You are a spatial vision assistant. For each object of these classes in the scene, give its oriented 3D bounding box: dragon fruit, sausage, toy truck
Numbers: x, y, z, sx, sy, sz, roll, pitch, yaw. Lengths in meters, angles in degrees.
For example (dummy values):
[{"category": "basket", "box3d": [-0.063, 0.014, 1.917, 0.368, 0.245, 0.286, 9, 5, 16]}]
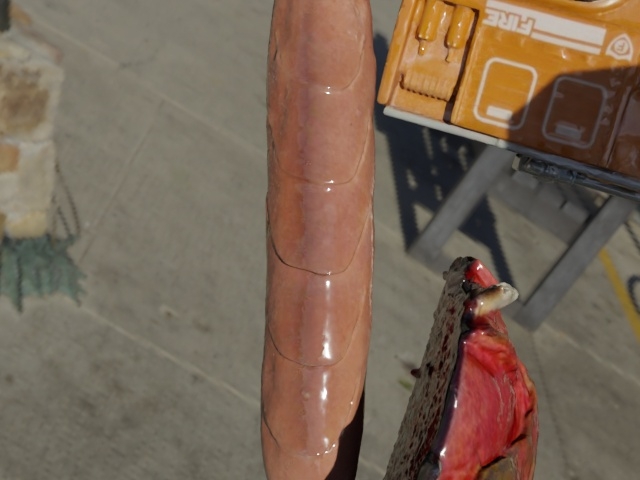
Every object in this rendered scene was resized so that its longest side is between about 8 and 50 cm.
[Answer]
[{"category": "dragon fruit", "box3d": [0.080, 0.191, 0.759, 0.100, 0.343, 0.282, 19, 8, 5]}, {"category": "sausage", "box3d": [-0.001, 0.000, 0.813, 0.088, 0.433, 0.088, 0, -4, 0]}, {"category": "toy truck", "box3d": [0.248, -0.134, 0.902, 0.388, 0.206, 0.173, 18, 8, 12]}]
